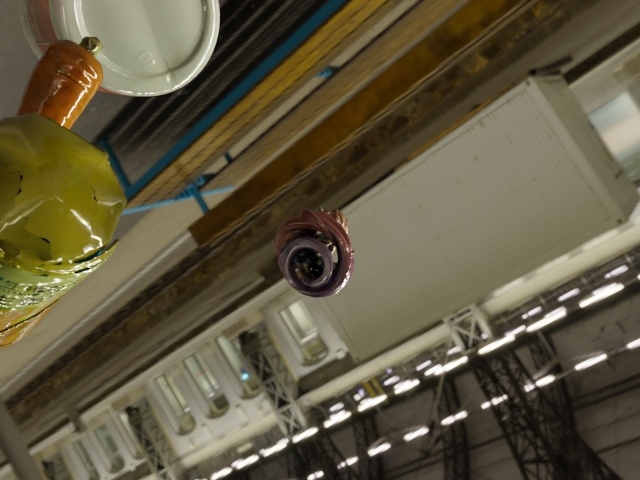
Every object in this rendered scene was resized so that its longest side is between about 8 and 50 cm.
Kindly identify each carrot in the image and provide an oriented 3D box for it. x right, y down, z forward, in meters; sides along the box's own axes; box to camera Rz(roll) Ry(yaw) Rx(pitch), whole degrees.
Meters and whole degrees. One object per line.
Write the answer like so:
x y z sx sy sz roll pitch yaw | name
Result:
-0.290 -0.093 0.652 0.256 0.061 0.061 -59 172 3 | carrot

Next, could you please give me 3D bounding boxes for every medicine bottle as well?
-0.320 -0.358 1.041 0.253 0.252 0.241 -29 -152 -28 | medicine bottle
-0.241 0.003 0.513 0.124 0.124 0.239 -26 176 -44 | medicine bottle

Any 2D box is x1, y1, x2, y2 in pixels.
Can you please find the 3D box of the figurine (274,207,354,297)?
-0.010 0.000 0.960 0.157 0.114 0.126 -90 -166 -57 | figurine
